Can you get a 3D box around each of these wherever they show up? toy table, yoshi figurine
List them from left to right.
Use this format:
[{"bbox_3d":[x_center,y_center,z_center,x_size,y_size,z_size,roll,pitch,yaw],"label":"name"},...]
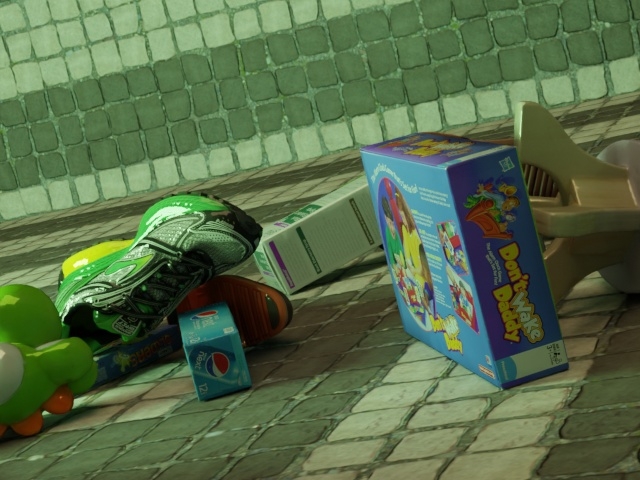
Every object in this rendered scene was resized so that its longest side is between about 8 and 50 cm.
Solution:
[{"bbox_3d":[-0.459,0.156,1.862,0.362,0.203,0.203,-13,2,-8],"label":"yoshi figurine"},{"bbox_3d":[0.296,-0.030,1.731,0.161,0.252,0.274,0,-6,-11],"label":"toy table"}]

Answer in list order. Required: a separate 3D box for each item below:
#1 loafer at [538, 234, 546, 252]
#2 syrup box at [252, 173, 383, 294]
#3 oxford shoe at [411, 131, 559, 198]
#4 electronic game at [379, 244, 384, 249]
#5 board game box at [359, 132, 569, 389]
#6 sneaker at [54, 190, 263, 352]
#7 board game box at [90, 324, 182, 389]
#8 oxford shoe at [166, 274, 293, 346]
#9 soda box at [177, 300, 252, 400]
[{"bbox_3d":[0.201,-0.003,2.075,0.095,0.109,0.302,-21,14,-15],"label":"loafer"},{"bbox_3d":[0.016,-0.015,2.304,0.237,0.096,0.093,-27,11,-14],"label":"syrup box"},{"bbox_3d":[0.286,-0.090,2.242,0.348,0.123,0.130,16,0,20],"label":"oxford shoe"},{"bbox_3d":[0.200,-0.023,2.350,0.229,0.048,0.229,-14,10,2],"label":"electronic game"},{"bbox_3d":[0.147,0.010,1.666,0.078,0.233,0.347,-16,10,-11],"label":"board game box"},{"bbox_3d":[-0.208,0.056,1.952,0.343,0.134,0.146,-30,38,32],"label":"sneaker"},{"bbox_3d":[-0.303,0.162,2.051,0.136,0.035,0.201,-5,13,44],"label":"board game box"},{"bbox_3d":[-0.105,0.084,2.040,0.098,0.097,0.271,-13,7,-34],"label":"oxford shoe"},{"bbox_3d":[-0.130,0.131,1.859,0.067,0.071,0.210,-15,9,-4],"label":"soda box"}]
